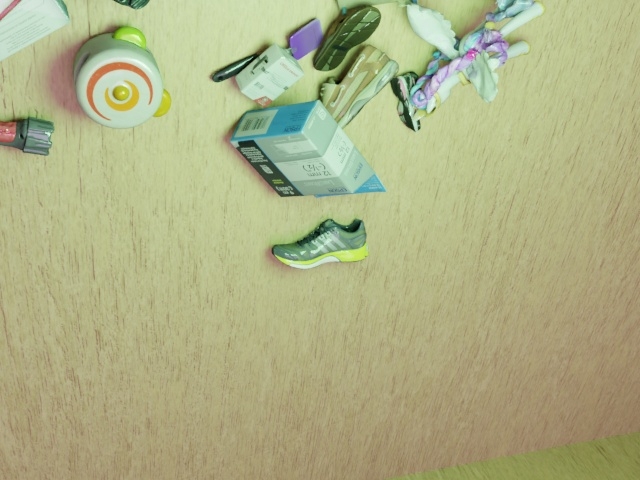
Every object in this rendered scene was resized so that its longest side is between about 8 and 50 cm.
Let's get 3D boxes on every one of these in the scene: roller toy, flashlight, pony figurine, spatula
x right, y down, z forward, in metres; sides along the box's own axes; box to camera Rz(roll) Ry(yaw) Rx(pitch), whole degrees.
[{"bbox_3d":[-0.455,-0.354,1.704,0.191,0.146,0.209,-23,129,-4],"label":"roller toy"},{"bbox_3d":[-0.756,-0.260,1.682,0.304,0.103,0.103,8,110,-26],"label":"flashlight"},{"bbox_3d":[0.377,-0.466,1.868,0.363,0.303,0.351,-38,165,-8],"label":"pony figurine"},{"bbox_3d":[-0.127,-0.449,1.840,0.296,0.030,0.084,-23,146,-3],"label":"spatula"}]

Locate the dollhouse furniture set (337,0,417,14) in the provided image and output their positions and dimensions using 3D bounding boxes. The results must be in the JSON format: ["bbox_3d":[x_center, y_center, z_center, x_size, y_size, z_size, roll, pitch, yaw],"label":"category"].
[{"bbox_3d":[0.066,-0.671,1.742,0.286,0.198,0.303,-7,161,9],"label":"dollhouse furniture set"}]

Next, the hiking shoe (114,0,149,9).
[{"bbox_3d":[-0.492,-0.563,1.530,0.304,0.132,0.113,25,96,-39],"label":"hiking shoe"}]

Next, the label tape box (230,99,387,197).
[{"bbox_3d":[-0.025,-0.190,1.927,0.348,0.249,0.115,49,54,-37],"label":"label tape box"}]

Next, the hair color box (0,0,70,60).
[{"bbox_3d":[-0.683,-0.562,1.488,0.185,0.114,0.374,-30,130,-1],"label":"hair color box"}]

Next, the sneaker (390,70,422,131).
[{"bbox_3d":[0.251,-0.373,2.025,0.077,0.072,0.178,-32,136,-11],"label":"sneaker"}]

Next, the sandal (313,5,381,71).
[{"bbox_3d":[0.057,-0.500,1.846,0.090,0.060,0.219,5,147,-37],"label":"sandal"}]

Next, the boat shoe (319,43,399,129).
[{"bbox_3d":[0.057,-0.367,1.936,0.116,0.123,0.324,44,112,-4],"label":"boat shoe"}]

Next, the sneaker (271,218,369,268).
[{"bbox_3d":[0.000,0.000,2.178,0.299,0.111,0.121,-9,116,-23],"label":"sneaker"}]

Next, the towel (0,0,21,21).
[{"bbox_3d":[-0.635,-0.594,1.362,0.237,0.037,0.329,-41,116,6],"label":"towel"}]

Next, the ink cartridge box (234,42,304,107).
[{"bbox_3d":[-0.123,-0.400,1.831,0.135,0.056,0.099,-36,149,19],"label":"ink cartridge box"}]
